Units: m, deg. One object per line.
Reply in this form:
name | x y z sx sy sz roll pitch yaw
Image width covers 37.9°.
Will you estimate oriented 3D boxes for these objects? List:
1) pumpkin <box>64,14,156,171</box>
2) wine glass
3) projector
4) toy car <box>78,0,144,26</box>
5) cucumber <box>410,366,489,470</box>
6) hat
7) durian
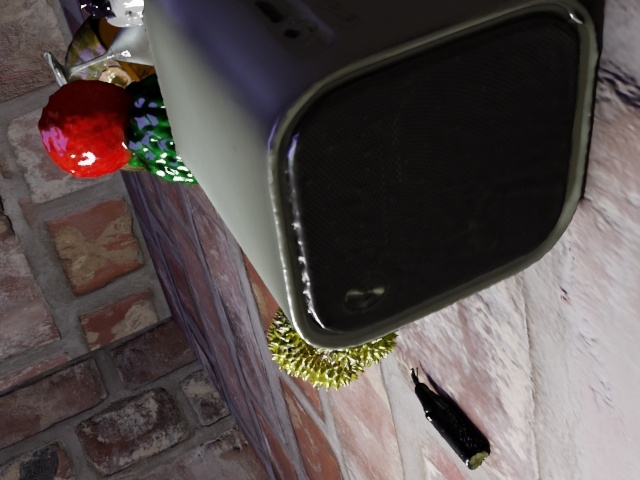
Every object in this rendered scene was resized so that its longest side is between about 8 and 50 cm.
pumpkin | -0.371 -0.264 1.800 0.232 0.242 0.325 -37 76 34
wine glass | -0.373 -0.319 1.601 0.122 0.182 0.122 55 162 29
projector | 0.030 -0.105 0.716 0.249 0.248 0.248 52 159 43
toy car | -0.280 -0.476 1.380 0.166 0.198 0.314 -64 -41 -68
cucumber | 0.154 0.224 1.174 0.163 0.038 0.043 45 133 49
hat | -0.173 -0.138 1.153 0.274 0.332 0.242 140 115 -70
durian | 0.025 0.119 1.250 0.198 0.159 0.146 -14 112 41
